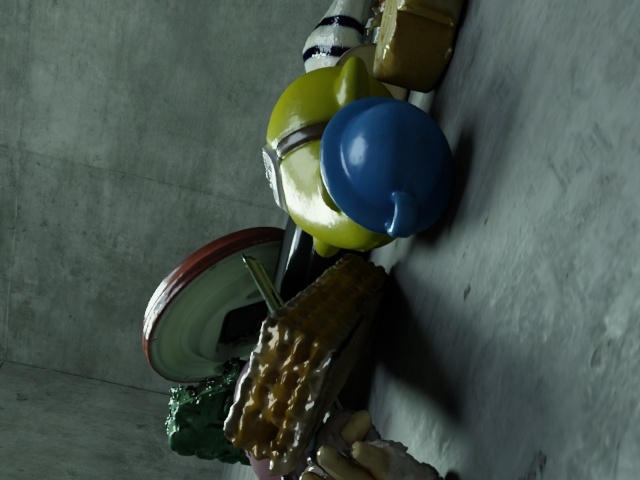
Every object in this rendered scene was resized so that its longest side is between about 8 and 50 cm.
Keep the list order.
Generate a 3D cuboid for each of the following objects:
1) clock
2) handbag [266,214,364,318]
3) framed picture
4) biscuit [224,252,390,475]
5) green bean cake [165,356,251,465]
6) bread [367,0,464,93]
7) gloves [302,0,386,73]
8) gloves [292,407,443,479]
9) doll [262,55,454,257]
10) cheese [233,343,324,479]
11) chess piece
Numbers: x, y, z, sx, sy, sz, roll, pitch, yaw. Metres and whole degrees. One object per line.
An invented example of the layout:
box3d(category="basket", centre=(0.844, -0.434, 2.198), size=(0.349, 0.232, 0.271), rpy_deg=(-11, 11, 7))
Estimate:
box3d(category="clock", centre=(-0.129, 0.112, 1.330), size=(0.080, 0.318, 0.318), rpy_deg=(52, 142, 32))
box3d(category="handbag", centre=(0.001, 0.000, 1.124), size=(0.308, 0.093, 0.253), rpy_deg=(111, 171, -57))
box3d(category="framed picture", centre=(-0.030, 0.106, 0.921), size=(0.216, 0.016, 0.273), rpy_deg=(61, 174, -4))
box3d(category="biscuit", centre=(0.005, 0.079, 0.680), size=(0.379, 0.054, 0.094), rpy_deg=(-32, -38, -78))
box3d(category="green bean cake", centre=(-0.132, 0.248, 1.315), size=(0.107, 0.208, 0.193), rpy_deg=(-128, 49, -80))
box3d(category="bread", centre=(0.093, -0.224, 0.811), size=(0.122, 0.073, 0.149), rpy_deg=(128, 153, -75))
box3d(category="gloves", centre=(0.044, -0.293, 1.203), size=(0.140, 0.131, 0.218), rpy_deg=(-128, 42, -80))
box3d(category="gloves", centre=(0.021, 0.170, 0.519), size=(0.110, 0.094, 0.144), rpy_deg=(-55, -6, -14))
box3d(category="doll", centre=(0.027, -0.067, 0.776), size=(0.363, 0.145, 0.199), rpy_deg=(-124, 35, -69))
box3d(category="cheese", centre=(-0.030, 0.214, 0.825), size=(0.286, 0.074, 0.189), rpy_deg=(-107, -4, -51))
box3d(category="chess piece", centre=(0.061, -0.190, 1.048), size=(0.170, 0.094, 0.094), rpy_deg=(-64, -13, -81))
